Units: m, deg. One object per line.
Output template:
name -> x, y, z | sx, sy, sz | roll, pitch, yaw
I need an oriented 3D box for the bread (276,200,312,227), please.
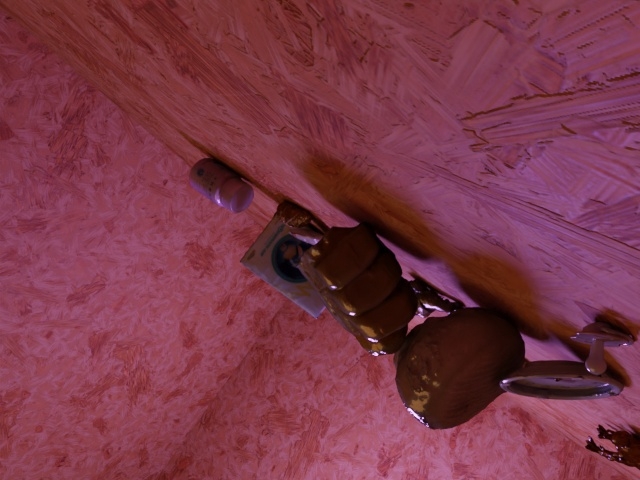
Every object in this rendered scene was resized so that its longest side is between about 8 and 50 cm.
bread -> -0.105, -0.089, 1.670 | 0.105, 0.076, 0.233 | 38, 172, -28

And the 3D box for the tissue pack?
tissue pack -> -0.088, 0.087, 1.872 | 0.388, 0.287, 0.162 | 37, -175, -7

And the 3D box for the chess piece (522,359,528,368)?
chess piece -> 0.616, 0.383, 1.459 | 0.084, 0.038, 0.083 | 33, 174, 4

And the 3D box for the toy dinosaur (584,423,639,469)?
toy dinosaur -> 0.944, 0.649, 1.430 | 0.432, 0.097, 0.208 | 35, 165, -25

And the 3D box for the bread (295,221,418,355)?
bread -> 0.114, 0.113, 1.162 | 0.341, 0.210, 0.300 | 53, 169, 8

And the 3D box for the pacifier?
pacifier -> 0.432, 0.168, 0.718 | 0.082, 0.078, 0.099 | 10, 163, 21

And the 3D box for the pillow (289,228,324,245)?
pillow -> 0.000, 0.000, 1.685 | 0.128, 0.050, 0.229 | 17, 179, 41

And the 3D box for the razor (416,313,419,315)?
razor -> 0.390, 0.307, 2.117 | 0.155, 0.028, 0.044 | 32, 173, 29

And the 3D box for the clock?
clock -> 0.510, 0.296, 1.001 | 0.237, 0.053, 0.236 | 7, 153, 4

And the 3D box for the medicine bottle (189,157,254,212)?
medicine bottle -> -0.404, -0.224, 1.905 | 0.255, 0.152, 0.152 | 32, 172, 28

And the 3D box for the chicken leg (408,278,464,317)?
chicken leg -> 0.323, 0.180, 1.370 | 0.196, 0.080, 0.125 | 32, 160, 27

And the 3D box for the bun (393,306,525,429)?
bun -> 0.327, 0.292, 1.136 | 0.234, 0.326, 0.362 | 59, 175, 40
